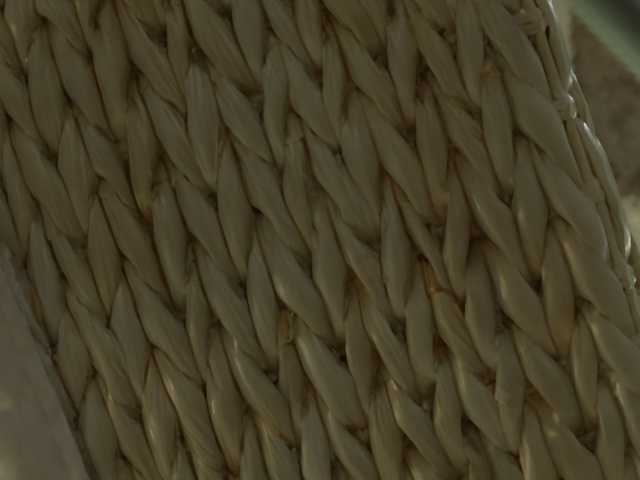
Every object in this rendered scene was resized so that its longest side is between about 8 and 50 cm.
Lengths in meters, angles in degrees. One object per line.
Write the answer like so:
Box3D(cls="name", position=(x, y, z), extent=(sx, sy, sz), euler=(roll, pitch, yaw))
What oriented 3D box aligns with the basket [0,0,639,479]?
Box3D(cls="basket", position=(0.000, 0.000, 0.852), extent=(0.328, 0.266, 0.331), euler=(-26, -83, -81))
